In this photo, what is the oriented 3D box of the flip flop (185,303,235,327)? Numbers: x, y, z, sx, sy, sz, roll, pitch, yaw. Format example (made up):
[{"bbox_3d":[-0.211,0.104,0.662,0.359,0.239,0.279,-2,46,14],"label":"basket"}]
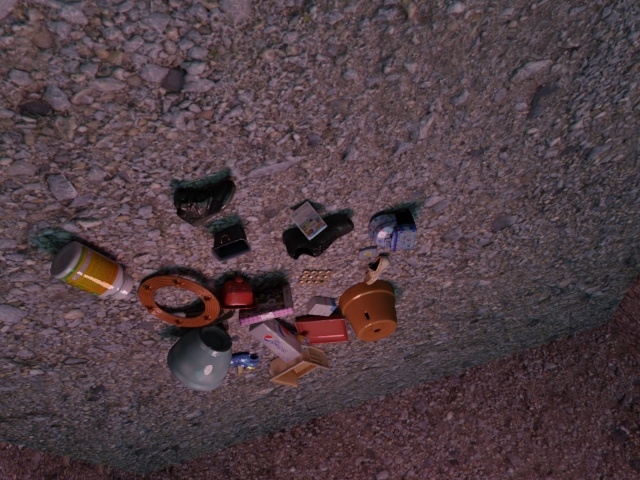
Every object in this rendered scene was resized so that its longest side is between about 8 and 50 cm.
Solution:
[{"bbox_3d":[-0.483,0.314,1.835,0.276,0.080,0.112,-25,131,30],"label":"flip flop"}]

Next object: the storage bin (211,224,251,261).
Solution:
[{"bbox_3d":[-0.333,0.001,1.520,0.135,0.091,0.098,-21,140,5],"label":"storage bin"}]

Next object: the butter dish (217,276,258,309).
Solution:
[{"bbox_3d":[-0.346,0.210,1.740,0.159,0.160,0.119,1,112,-20],"label":"butter dish"}]

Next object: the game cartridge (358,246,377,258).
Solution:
[{"bbox_3d":[0.208,0.052,1.823,0.083,0.017,0.056,-11,137,-6],"label":"game cartridge"}]

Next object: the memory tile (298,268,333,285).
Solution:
[{"bbox_3d":[-0.022,0.171,1.885,0.147,0.012,0.113,2,138,-21],"label":"memory tile"}]

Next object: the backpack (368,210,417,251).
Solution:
[{"bbox_3d":[0.286,-0.033,1.673,0.173,0.117,0.158,-5,139,-9],"label":"backpack"}]

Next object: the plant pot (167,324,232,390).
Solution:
[{"bbox_3d":[-0.530,0.515,1.924,0.292,0.293,0.196,21,115,-36],"label":"plant pot"}]

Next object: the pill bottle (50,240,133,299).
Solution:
[{"bbox_3d":[-0.795,0.117,1.463,0.136,0.137,0.245,-29,139,15],"label":"pill bottle"}]

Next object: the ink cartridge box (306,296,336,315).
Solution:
[{"bbox_3d":[0.004,0.325,2.043,0.122,0.052,0.089,11,133,-31],"label":"ink cartridge box"}]

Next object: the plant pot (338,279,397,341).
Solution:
[{"bbox_3d":[0.254,0.363,2.055,0.290,0.204,0.291,-10,141,-8],"label":"plant pot"}]

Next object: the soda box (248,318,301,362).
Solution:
[{"bbox_3d":[-0.219,0.479,2.049,0.098,0.091,0.286,-34,117,20],"label":"soda box"}]

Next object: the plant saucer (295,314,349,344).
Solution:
[{"bbox_3d":[0.012,0.466,2.187,0.258,0.048,0.259,-6,141,4],"label":"plant saucer"}]

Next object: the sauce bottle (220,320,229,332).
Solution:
[{"bbox_3d":[-0.467,0.429,2.016,0.042,0.042,0.128,-1,136,-17],"label":"sauce bottle"}]

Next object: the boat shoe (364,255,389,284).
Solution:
[{"bbox_3d":[0.244,0.131,1.895,0.059,0.063,0.170,17,121,-30],"label":"boat shoe"}]

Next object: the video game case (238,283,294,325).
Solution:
[{"bbox_3d":[-0.235,0.274,1.788,0.231,0.210,0.042,-13,111,-3],"label":"video game case"}]

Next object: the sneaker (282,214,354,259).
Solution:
[{"bbox_3d":[0.000,0.000,1.603,0.285,0.130,0.109,-20,138,3],"label":"sneaker"}]

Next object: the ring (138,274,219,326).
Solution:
[{"bbox_3d":[-0.588,0.266,1.717,0.335,0.032,0.337,2,133,2],"label":"ring"}]

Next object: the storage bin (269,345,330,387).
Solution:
[{"bbox_3d":[-0.122,0.736,2.426,0.262,0.123,0.260,-36,136,21],"label":"storage bin"}]

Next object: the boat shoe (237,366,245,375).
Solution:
[{"bbox_3d":[-0.449,0.731,2.366,0.045,0.050,0.136,-1,139,-9],"label":"boat shoe"}]

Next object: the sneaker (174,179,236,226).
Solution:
[{"bbox_3d":[-0.386,-0.134,1.347,0.227,0.087,0.130,-28,146,23],"label":"sneaker"}]

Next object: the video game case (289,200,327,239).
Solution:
[{"bbox_3d":[-0.045,-0.073,1.532,0.087,0.011,0.122,-38,106,3],"label":"video game case"}]

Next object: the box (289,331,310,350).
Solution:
[{"bbox_3d":[-0.143,0.524,2.177,0.168,0.059,0.054,19,138,-8],"label":"box"}]

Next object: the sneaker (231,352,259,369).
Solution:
[{"bbox_3d":[-0.438,0.644,2.271,0.209,0.069,0.082,19,97,-24],"label":"sneaker"}]
